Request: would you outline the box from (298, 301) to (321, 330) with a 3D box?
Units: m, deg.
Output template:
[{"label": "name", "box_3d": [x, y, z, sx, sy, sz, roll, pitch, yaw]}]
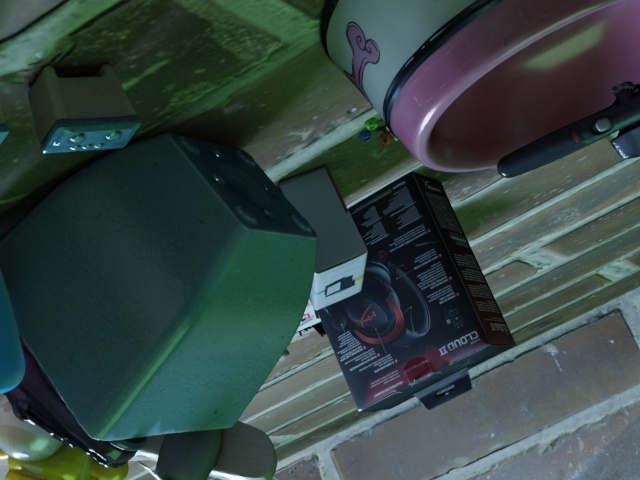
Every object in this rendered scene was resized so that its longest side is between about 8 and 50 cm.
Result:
[{"label": "box", "box_3d": [-0.059, 0.103, 1.882, 0.207, 0.036, 0.114, -23, 143, 0]}]

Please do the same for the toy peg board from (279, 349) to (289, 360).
[{"label": "toy peg board", "box_3d": [-0.103, 0.071, 1.607, 0.079, 0.160, 0.161, -44, 158, 14]}]

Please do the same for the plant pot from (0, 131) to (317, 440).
[{"label": "plant pot", "box_3d": [-0.152, 0.029, 1.281, 0.252, 0.247, 0.248, -49, 154, 18]}]

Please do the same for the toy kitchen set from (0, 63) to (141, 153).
[{"label": "toy kitchen set", "box_3d": [-0.271, -0.048, 1.067, 0.166, 0.122, 0.207, -8, 158, -40]}]

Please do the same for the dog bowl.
[{"label": "dog bowl", "box_3d": [0.216, -0.209, 1.156, 0.408, 0.150, 0.408, -21, 163, -7]}]

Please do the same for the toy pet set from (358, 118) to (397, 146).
[{"label": "toy pet set", "box_3d": [0.119, -0.133, 1.403, 0.114, 0.065, 0.122, -17, 163, -17]}]

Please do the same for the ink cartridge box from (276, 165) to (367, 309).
[{"label": "ink cartridge box", "box_3d": [0.000, 0.000, 1.550, 0.072, 0.127, 0.175, -23, 164, -8]}]

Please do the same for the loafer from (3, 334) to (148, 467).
[{"label": "loafer", "box_3d": [-0.305, 0.148, 1.301, 0.095, 0.302, 0.109, -54, 155, 11]}]

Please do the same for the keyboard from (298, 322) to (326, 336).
[{"label": "keyboard", "box_3d": [-0.015, 0.099, 1.978, 0.100, 0.038, 0.192, -31, 147, 3]}]

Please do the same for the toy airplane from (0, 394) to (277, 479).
[{"label": "toy airplane", "box_3d": [-0.291, 0.210, 1.443, 0.386, 0.384, 0.272, -30, 157, 2]}]

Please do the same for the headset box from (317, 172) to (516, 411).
[{"label": "headset box", "box_3d": [0.117, 0.088, 1.683, 0.218, 0.293, 0.110, -31, 161, 23]}]

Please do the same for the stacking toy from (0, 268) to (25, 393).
[{"label": "stacking toy", "box_3d": [-0.454, 0.095, 1.255, 0.175, 0.165, 0.302, -20, -172, -39]}]

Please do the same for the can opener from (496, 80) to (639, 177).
[{"label": "can opener", "box_3d": [0.257, -0.102, 1.183, 0.186, 0.073, 0.059, -20, 174, 24]}]
